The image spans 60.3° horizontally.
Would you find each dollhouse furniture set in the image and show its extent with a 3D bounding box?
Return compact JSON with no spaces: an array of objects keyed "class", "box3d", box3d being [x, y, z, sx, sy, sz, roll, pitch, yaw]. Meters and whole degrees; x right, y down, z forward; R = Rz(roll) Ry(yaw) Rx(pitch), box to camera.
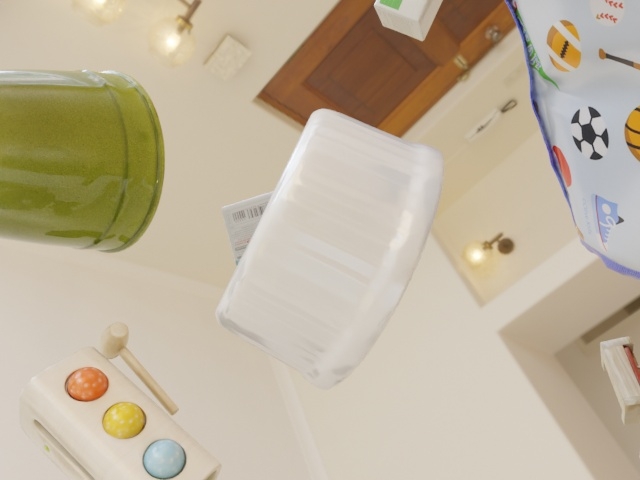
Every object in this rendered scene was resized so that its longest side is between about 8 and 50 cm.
[{"class":"dollhouse furniture set","box3d":[0.413,0.185,0.615,0.129,0.129,0.184,54,-156,-47]}]

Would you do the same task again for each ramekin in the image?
[{"class":"ramekin","box3d":[0.000,0.000,0.578,0.135,0.277,0.277,26,-155,-7]}]

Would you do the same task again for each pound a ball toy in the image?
[{"class":"pound a ball toy","box3d":[-0.280,0.253,0.816,0.319,0.136,0.208,36,-143,17]}]

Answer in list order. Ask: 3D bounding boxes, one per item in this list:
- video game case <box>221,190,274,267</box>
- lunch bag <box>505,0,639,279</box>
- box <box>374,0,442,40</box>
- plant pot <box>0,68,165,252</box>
[{"class":"video game case","box3d":[-0.023,0.015,0.797,0.023,0.212,0.193,1,-107,-77]},{"class":"lunch bag","box3d":[0.336,-0.127,0.383,0.239,0.385,0.328,-40,-64,-29]},{"class":"box","box3d":[0.158,-0.422,0.957,0.087,0.101,0.102,27,-171,13]},{"class":"plant pot","box3d":[-0.537,-0.151,0.982,0.353,0.366,0.366,-3,-127,-53]}]
